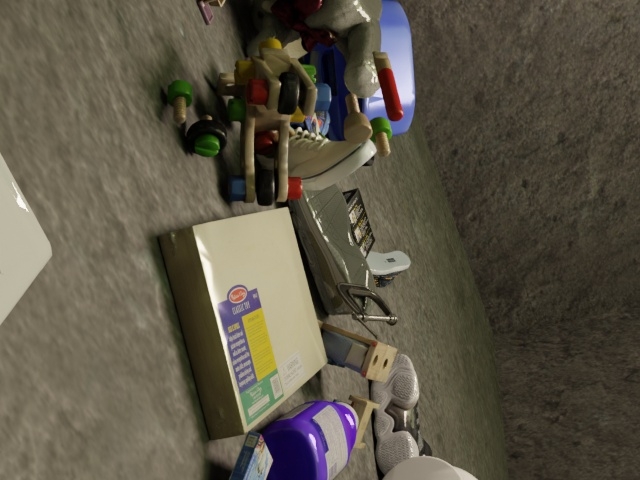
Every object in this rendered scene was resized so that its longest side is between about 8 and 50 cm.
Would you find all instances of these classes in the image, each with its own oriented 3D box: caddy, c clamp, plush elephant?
[{"bbox_3d":[0.059,-0.347,1.861,0.241,0.179,0.341,7,-77,63],"label":"caddy"},{"bbox_3d":[0.086,0.124,1.590,0.137,0.022,0.160,46,20,23],"label":"c clamp"},{"bbox_3d":[-0.034,-0.417,1.645,0.272,0.255,0.330,54,33,-32],"label":"plush elephant"}]

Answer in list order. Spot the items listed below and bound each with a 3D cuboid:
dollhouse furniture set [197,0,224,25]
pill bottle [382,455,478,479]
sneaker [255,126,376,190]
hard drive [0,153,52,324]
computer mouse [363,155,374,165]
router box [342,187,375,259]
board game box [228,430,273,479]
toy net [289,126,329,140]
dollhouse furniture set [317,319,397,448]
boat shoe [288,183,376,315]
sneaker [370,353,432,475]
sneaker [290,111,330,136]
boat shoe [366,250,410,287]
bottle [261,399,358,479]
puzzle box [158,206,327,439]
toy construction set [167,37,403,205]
[{"bbox_3d":[-0.156,-0.425,1.479,0.114,0.081,0.091,-80,152,-55],"label":"dollhouse furniture set"},{"bbox_3d":[0.249,0.582,1.765,0.408,0.229,0.229,58,24,-47],"label":"pill bottle"},{"bbox_3d":[-0.021,-0.137,1.470,0.094,0.258,0.091,-48,113,-36],"label":"sneaker"},{"bbox_3d":[-0.311,0.009,0.658,0.307,0.040,0.203,-75,148,-59],"label":"hard drive"},{"bbox_3d":[0.036,-0.282,2.063,0.272,0.072,0.188,65,17,5],"label":"computer mouse"},{"bbox_3d":[0.071,-0.030,1.996,0.179,0.046,0.133,-55,129,-70],"label":"router box"},{"bbox_3d":[-0.090,0.297,1.127,0.090,0.020,0.090,79,28,-56],"label":"board game box"},{"bbox_3d":[-0.053,-0.209,1.588,0.232,0.045,0.122,38,8,-29],"label":"toy net"},{"bbox_3d":[0.030,0.246,1.550,0.129,0.129,0.184,33,75,-66],"label":"dollhouse furniture set"},{"bbox_3d":[0.002,0.000,1.670,0.118,0.103,0.320,-51,122,-50],"label":"boat shoe"},{"bbox_3d":[0.173,0.385,1.912,0.153,0.101,0.268,55,32,-54],"label":"sneaker"},{"bbox_3d":[-0.032,-0.218,1.744,0.087,0.083,0.221,46,30,-47],"label":"sneaker"},{"bbox_3d":[0.130,0.073,2.087,0.183,0.083,0.065,-1,48,-48],"label":"boat shoe"},{"bbox_3d":[-0.007,0.302,1.363,0.283,0.092,0.118,-7,84,-74],"label":"bottle"},{"bbox_3d":[-0.095,0.096,1.306,0.409,0.052,0.272,-18,94,-74],"label":"puzzle box"},{"bbox_3d":[-0.042,-0.221,1.351,0.257,0.309,0.237,69,10,-52],"label":"toy construction set"}]
